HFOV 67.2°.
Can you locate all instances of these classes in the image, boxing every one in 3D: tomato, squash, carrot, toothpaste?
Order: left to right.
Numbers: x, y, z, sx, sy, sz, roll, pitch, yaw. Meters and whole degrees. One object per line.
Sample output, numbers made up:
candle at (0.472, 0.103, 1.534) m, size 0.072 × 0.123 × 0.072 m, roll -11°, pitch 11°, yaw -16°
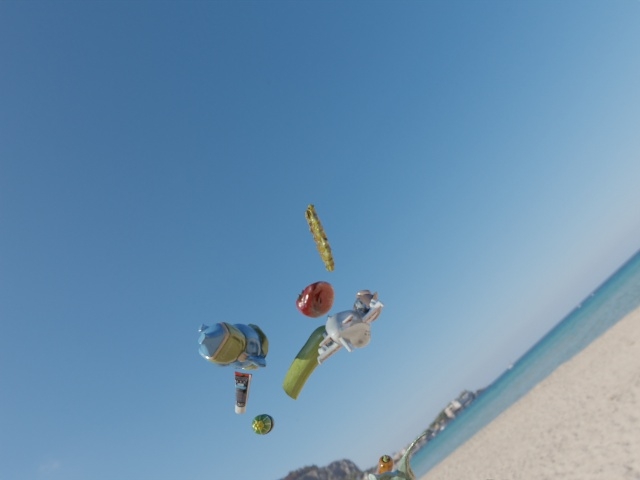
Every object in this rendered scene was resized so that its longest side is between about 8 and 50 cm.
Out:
toothpaste at (-0.315, 0.613, 1.948) m, size 0.045 × 0.071 × 0.194 m, roll -77°, pitch -6°, yaw -68°
squash at (-0.034, 0.370, 1.494) m, size 0.250 × 0.083 × 0.083 m, roll -54°, pitch -23°, yaw -11°
tomato at (-0.011, 0.276, 2.100) m, size 0.173 × 0.099 × 0.189 m, roll 16°, pitch -55°, yaw -33°
carrot at (0.249, 0.953, 1.935) m, size 0.061 × 0.061 × 0.257 m, roll -19°, pitch -53°, yaw -41°

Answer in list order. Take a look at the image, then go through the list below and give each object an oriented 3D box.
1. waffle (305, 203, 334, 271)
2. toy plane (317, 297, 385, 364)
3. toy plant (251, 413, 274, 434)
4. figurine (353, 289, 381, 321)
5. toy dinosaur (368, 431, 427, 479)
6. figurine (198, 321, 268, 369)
waffle at (0.002, -0.001, 1.911) m, size 0.051 × 0.291 × 0.291 m, roll -21°, pitch -27°, yaw -3°
toy plane at (0.082, 0.254, 1.356) m, size 0.252 × 0.118 × 0.252 m, roll -37°, pitch -18°, yaw -14°
toy plant at (-0.266, 0.848, 2.219) m, size 0.092 × 0.093 × 0.162 m, roll -39°, pitch -18°, yaw -8°
figurine at (0.184, 0.266, 1.924) m, size 0.138 × 0.125 × 0.125 m, roll -59°, pitch -23°, yaw -8°
toy dinosaur at (0.224, 0.713, 1.416) m, size 0.205 × 0.092 × 0.393 m, roll 10°, pitch -81°, yaw -37°
figurine at (-0.269, 0.306, 1.445) m, size 0.262 × 0.180 × 0.154 m, roll 31°, pitch -115°, yaw -38°
